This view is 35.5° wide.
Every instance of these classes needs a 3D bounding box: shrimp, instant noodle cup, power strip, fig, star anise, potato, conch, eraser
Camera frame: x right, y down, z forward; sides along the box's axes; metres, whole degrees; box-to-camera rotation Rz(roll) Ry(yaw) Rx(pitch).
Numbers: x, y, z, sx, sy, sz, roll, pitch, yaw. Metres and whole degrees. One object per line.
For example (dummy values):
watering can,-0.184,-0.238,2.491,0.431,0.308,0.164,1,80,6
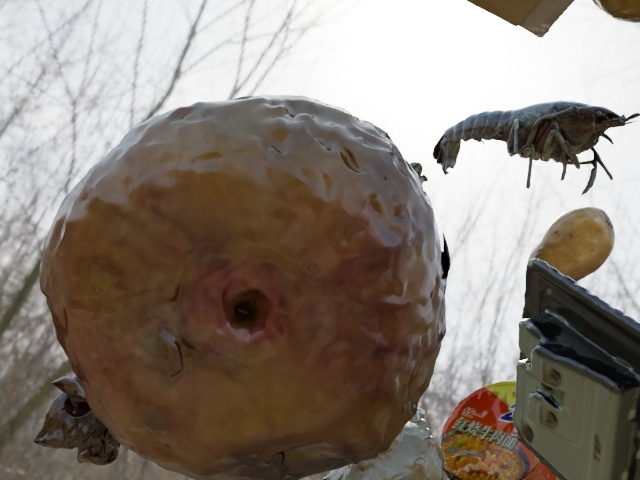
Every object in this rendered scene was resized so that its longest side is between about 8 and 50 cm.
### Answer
shrimp,0.399,-0.188,1.893,0.411,0.221,0.165,10,-69,33
instant noodle cup,0.332,0.372,1.700,0.213,0.213,0.174,0,-38,43
power strip,0.275,0.180,1.069,0.251,0.092,0.256,33,-48,51
fig,-0.047,0.011,0.784,0.286,0.286,0.368,26,15,-6
star anise,-0.293,0.230,1.439,0.099,0.220,0.214,21,-5,40
potato,0.443,0.016,1.782,0.109,0.118,0.178,5,-42,-47
conch,0.101,0.384,1.553,0.186,0.263,0.324,8,-64,14
eraser,0.295,-0.471,1.701,0.343,0.078,0.144,17,-53,-33

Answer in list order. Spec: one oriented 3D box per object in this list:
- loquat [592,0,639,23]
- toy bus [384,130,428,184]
loquat,0.450,-0.413,1.363,0.244,0.243,0.244,20,-23,9
toy bus,0.095,-0.127,1.700,0.087,0.089,0.194,19,-13,43
